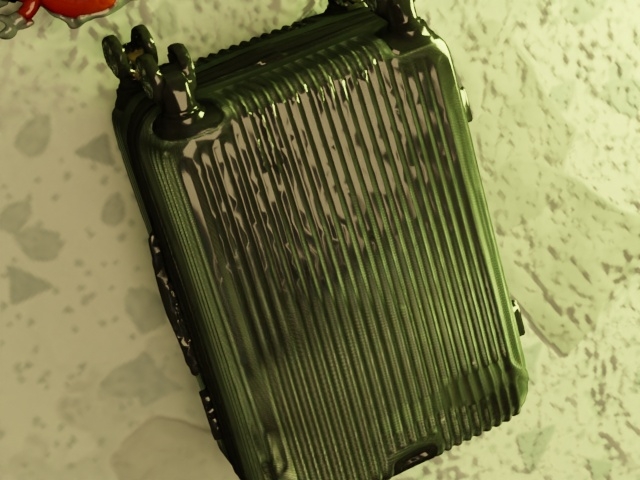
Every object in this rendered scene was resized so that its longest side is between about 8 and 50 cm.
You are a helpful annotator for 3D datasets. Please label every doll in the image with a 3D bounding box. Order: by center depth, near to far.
[{"bbox_3d":[-0.146,-0.146,1.018,0.114,0.039,0.057,0,77,-16],"label":"doll"}]

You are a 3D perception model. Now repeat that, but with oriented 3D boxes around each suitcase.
[{"bbox_3d":[0.000,0.000,1.073,0.202,0.128,0.312,-23,113,-17],"label":"suitcase"}]
